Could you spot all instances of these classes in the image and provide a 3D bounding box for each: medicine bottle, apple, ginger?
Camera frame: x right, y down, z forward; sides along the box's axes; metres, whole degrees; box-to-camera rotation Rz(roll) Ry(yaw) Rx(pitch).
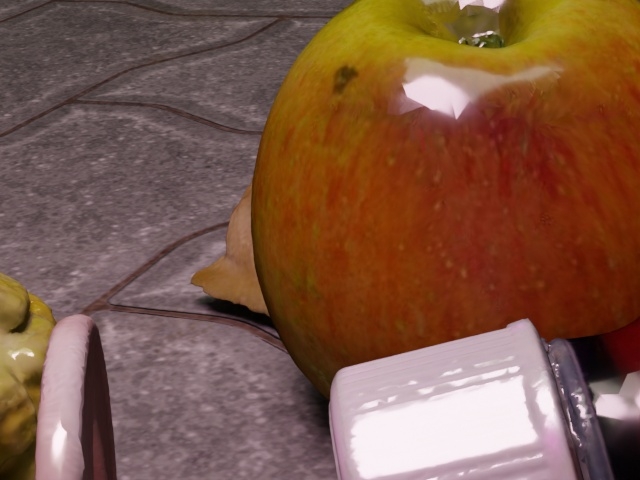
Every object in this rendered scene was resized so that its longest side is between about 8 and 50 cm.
[{"bbox_3d":[0.210,0.110,0.735,0.395,0.242,0.242,-18,21,2],"label":"medicine bottle"},{"bbox_3d":[0.120,-0.025,0.986,0.340,0.339,0.339,-4,21,2],"label":"apple"},{"bbox_3d":[0.003,0.003,1.208,0.193,0.122,0.115,16,9,32],"label":"ginger"}]

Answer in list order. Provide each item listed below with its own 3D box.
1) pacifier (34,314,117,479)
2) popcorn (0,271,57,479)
[{"bbox_3d":[-0.053,0.185,0.480,0.273,0.220,0.332,-22,56,25],"label":"pacifier"},{"bbox_3d":[-0.272,0.093,0.931,0.235,0.181,0.217,2,20,5],"label":"popcorn"}]
